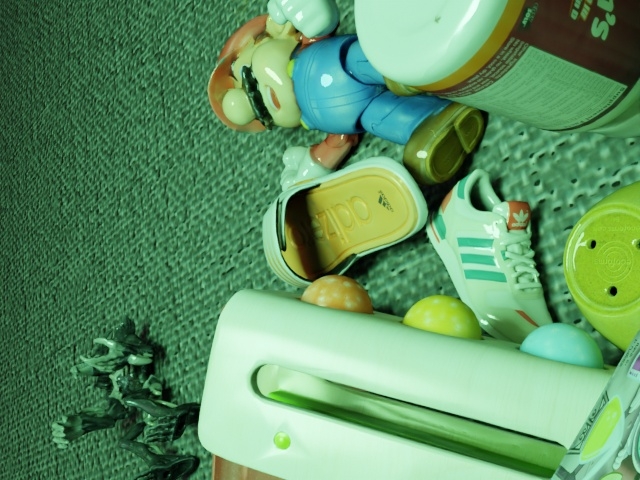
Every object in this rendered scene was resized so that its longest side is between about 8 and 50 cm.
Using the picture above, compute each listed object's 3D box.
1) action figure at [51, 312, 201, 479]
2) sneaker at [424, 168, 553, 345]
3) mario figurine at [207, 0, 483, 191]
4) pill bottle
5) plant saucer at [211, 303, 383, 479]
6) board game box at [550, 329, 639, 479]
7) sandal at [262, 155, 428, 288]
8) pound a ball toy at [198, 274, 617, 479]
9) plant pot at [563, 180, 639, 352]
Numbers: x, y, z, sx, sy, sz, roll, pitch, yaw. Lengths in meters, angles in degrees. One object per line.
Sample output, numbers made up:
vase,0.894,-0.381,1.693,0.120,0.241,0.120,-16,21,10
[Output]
action figure,-0.266,0.199,1.050,0.276,0.141,0.164,31,110,47
sneaker,0.140,0.011,0.623,0.075,0.057,0.161,-60,39,34
mario figurine,-0.013,-0.130,0.760,0.321,0.170,0.197,21,102,50
pill bottle,0.140,-0.136,0.515,0.121,0.221,0.121,-13,73,51
plant saucer,-0.022,0.191,0.810,0.259,0.048,0.258,-8,78,51
board game box,0.066,0.196,0.243,0.346,0.056,0.208,-60,4,0
sandal,-0.005,-0.009,0.742,0.101,0.076,0.265,60,151,-1
pound a ball toy,0.066,0.102,0.586,0.319,0.208,0.135,12,91,23
plant pot,0.208,0.016,0.503,0.134,0.095,0.134,-14,72,51
